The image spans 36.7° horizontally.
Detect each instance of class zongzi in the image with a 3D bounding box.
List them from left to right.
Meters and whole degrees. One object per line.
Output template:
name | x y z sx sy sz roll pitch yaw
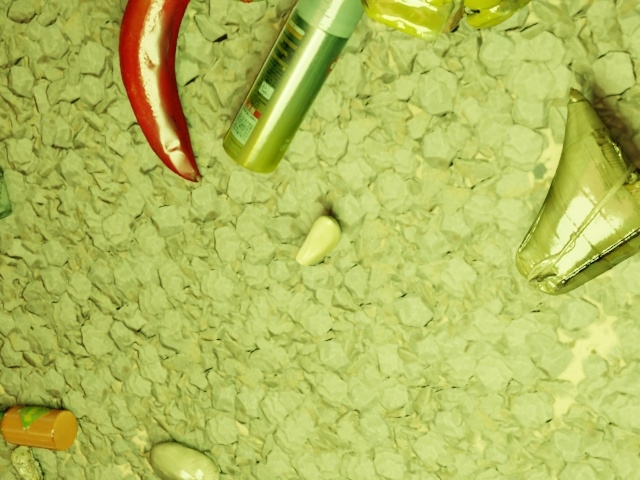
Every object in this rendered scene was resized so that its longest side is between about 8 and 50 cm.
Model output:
zongzi | 0.284 -0.050 1.115 0.194 0.099 0.197 -38 90 23

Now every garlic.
garlic | -0.221 0.354 1.494 0.152 0.066 0.084 30 118 11
garlic | -0.001 0.000 1.289 0.041 0.053 0.083 40 112 11

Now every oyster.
oyster | -0.500 0.390 1.661 0.054 0.019 0.083 -28 91 27

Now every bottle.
bottle | -0.497 0.309 1.606 0.187 0.069 0.069 -1 106 24
bottle | -0.029 -0.220 1.218 0.082 0.082 0.286 37 118 10

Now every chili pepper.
chili pepper | -0.200 -0.264 1.292 0.137 0.092 0.368 8 116 -8

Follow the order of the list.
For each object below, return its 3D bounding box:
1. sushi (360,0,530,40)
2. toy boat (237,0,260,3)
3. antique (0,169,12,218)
sushi | 0.114 -0.368 0.972 0.285 0.328 0.328 43 107 9
toy boat | -0.092 -0.340 1.197 0.071 0.185 0.089 121 148 -58
antique | -0.579 -0.063 1.516 0.183 0.088 0.086 -4 105 26
